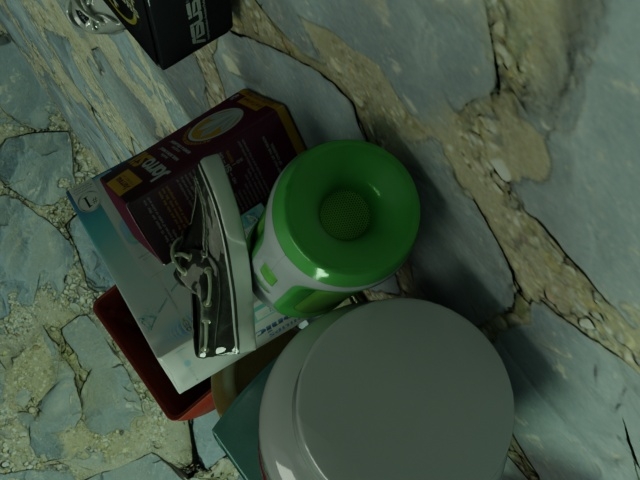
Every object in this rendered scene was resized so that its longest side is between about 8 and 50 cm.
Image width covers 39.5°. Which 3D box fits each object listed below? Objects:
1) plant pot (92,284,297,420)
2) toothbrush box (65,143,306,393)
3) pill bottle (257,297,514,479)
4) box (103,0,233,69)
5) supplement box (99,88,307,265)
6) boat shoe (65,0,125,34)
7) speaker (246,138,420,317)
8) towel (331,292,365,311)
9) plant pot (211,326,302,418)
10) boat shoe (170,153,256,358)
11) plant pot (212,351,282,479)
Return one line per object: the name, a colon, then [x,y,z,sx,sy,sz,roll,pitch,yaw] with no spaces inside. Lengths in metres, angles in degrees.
plant pot: [-0.194,0.158,1.610,0.267,0.267,0.236,49,177,22]
toothbrush box: [-0.172,0.017,1.189,0.295,0.216,0.126,55,168,28]
pill bottle: [0.052,0.191,0.881,0.229,0.229,0.408,52,165,12]
box: [-0.224,-0.381,0.749,0.395,0.097,0.318,51,163,15]
supplement box: [-0.119,-0.070,0.923,0.104,0.188,0.081,33,154,56]
boat shoe: [-0.265,-0.291,1.106,0.095,0.084,0.258,59,165,-16]
speaker: [0.000,0.000,0.820,0.131,0.131,0.296,54,166,3]
towel: [0.022,0.074,1.125,0.110,0.027,0.148,58,166,-8]
plant pot: [-0.055,0.227,1.379,0.236,0.236,0.032,53,139,6]
boat shoe: [-0.106,0.024,0.855,0.078,0.070,0.219,-120,22,-58]
plant pot: [-0.025,0.243,1.245,0.166,0.234,0.165,51,166,11]
